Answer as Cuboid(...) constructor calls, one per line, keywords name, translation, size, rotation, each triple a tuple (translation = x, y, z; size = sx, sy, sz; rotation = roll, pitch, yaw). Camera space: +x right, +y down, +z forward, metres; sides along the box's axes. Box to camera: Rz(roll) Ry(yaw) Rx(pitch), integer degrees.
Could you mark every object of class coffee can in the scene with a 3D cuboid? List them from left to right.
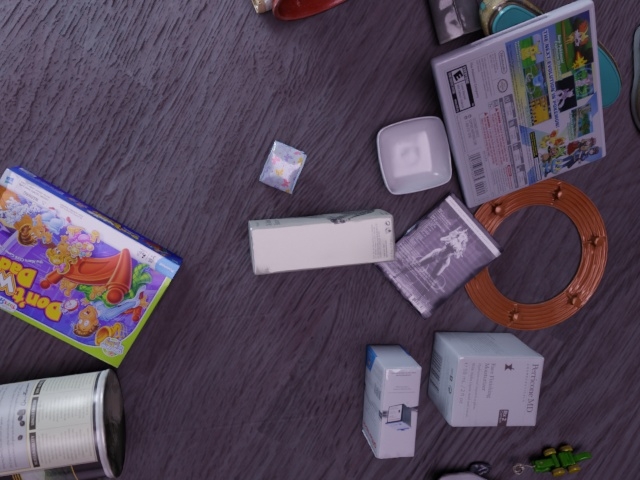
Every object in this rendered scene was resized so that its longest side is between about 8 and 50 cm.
Cuboid(name="coffee can", translation=(-0.520, 0.357, 1.172), size=(0.275, 0.201, 0.201), rotation=(-7, 101, -7))

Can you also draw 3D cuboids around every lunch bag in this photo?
Cuboid(name="lunch bag", translation=(-0.071, -0.143, 1.229), size=(0.071, 0.053, 0.083), rotation=(20, 106, -9))

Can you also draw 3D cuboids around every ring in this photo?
Cuboid(name="ring", translation=(0.462, 0.033, 1.352), size=(0.337, 0.032, 0.336), rotation=(-1, 101, -8))

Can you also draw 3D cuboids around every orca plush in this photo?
Cuboid(name="orca plush", translation=(0.375, 0.587, 1.429), size=(0.287, 0.102, 0.151), rotation=(4, 55, -19))

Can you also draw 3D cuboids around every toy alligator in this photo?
Cuboid(name="toy alligator", translation=(0.520, 0.509, 1.438), size=(0.190, 0.056, 0.051), rotation=(-9, 142, -7))

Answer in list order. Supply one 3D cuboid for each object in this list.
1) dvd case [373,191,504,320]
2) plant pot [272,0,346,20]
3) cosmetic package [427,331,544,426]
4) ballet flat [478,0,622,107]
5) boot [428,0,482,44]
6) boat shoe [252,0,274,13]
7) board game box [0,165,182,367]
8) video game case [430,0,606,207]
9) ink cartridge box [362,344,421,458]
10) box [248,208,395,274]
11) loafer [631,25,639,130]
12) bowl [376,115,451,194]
Cuboid(name="dvd case", translation=(0.243, 0.033, 1.309), size=(0.221, 0.018, 0.164), rotation=(-42, 95, 5))
Cuboid(name="plant pot", translation=(-0.017, -0.561, 1.066), size=(0.272, 0.272, 0.265), rotation=(-27, 94, -3))
Cuboid(name="cosmetic package", translation=(0.338, 0.284, 1.316), size=(0.184, 0.151, 0.151), rotation=(2, 101, -9))
Cuboid(name="ballet flat", translation=(0.444, -0.374, 1.230), size=(0.348, 0.123, 0.123), rotation=(23, 96, -24))
Cuboid(name="boot", translation=(0.209, -0.479, 1.209), size=(0.190, 0.076, 0.208), rotation=(-15, 109, -3))
Cuboid(name="boat shoe", translation=(-0.137, -0.493, 1.150), size=(0.059, 0.063, 0.170), rotation=(-36, 104, -7))
Cuboid(name="board game box", translation=(-0.471, 0.052, 1.189), size=(0.347, 0.078, 0.233), rotation=(31, 94, -13))
Cuboid(name="video game case", translation=(0.387, -0.248, 1.212), size=(0.300, 0.036, 0.329), rotation=(-21, 124, 3))
Cuboid(name="ink cartridge box", translation=(0.142, 0.325, 1.300), size=(0.082, 0.139, 0.190), rotation=(0, 101, -10))
Cuboid(name="box", translation=(0.000, 0.000, 1.236), size=(0.275, 0.113, 0.094), rotation=(-5, 100, -9))
Cuboid(name="loafer", translation=(0.697, -0.324, 1.294), size=(0.094, 0.087, 0.251), rotation=(-14, 102, -6))
Cuboid(name="bowl", translation=(0.181, -0.170, 1.262), size=(0.142, 0.053, 0.142), rotation=(-13, 103, -6))
